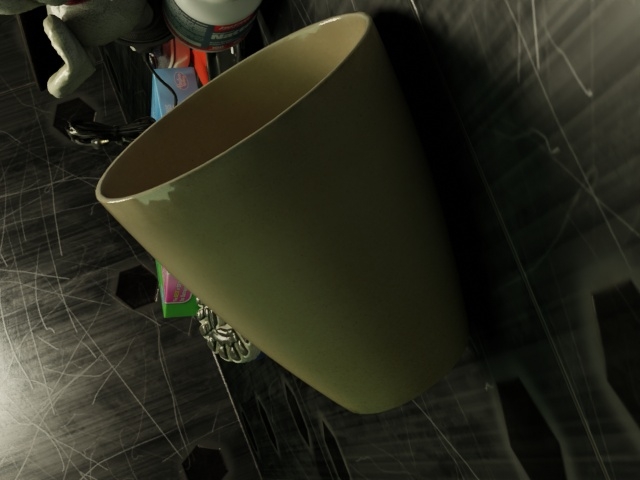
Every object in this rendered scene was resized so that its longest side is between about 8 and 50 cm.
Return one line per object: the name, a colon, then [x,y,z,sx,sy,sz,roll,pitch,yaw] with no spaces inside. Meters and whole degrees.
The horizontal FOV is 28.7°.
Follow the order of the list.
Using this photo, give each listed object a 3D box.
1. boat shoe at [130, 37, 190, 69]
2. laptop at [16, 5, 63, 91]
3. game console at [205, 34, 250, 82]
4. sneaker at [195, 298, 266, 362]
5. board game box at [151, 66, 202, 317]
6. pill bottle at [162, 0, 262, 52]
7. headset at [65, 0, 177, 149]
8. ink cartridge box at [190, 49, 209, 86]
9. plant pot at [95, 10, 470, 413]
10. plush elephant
boat shoe: [-0.284,-0.338,1.866,0.340,0.158,0.127,107,146,-68]
laptop: [-0.416,-0.499,1.803,0.236,0.408,0.382,27,163,2]
game console: [-0.099,-0.177,1.534,0.213,0.044,0.361,31,134,48]
sneaker: [-0.062,-0.030,1.437,0.129,0.147,0.330,5,95,44]
board game box: [-0.216,-0.069,1.915,0.316,0.064,0.242,102,159,-51]
pill bottle: [-0.112,-0.273,1.331,0.180,0.108,0.108,146,103,-79]
headset: [-0.246,-0.314,1.585,0.243,0.185,0.394,-82,-10,-75]
ink cartridge box: [-0.143,-0.096,1.840,0.308,0.091,0.385,-167,57,-77]
plant pot: [0.000,0.000,1.018,0.274,0.256,0.256,57,173,-19]
plush elephant: [-0.283,-0.316,1.346,0.330,0.272,0.255,40,170,19]
